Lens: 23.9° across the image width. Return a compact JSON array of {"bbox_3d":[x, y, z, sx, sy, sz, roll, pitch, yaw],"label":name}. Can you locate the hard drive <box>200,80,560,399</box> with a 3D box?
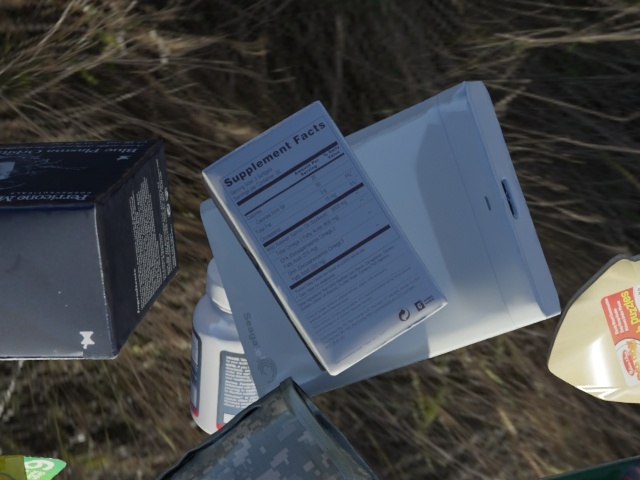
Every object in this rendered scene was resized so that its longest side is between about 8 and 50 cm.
[{"bbox_3d":[0.042,0.012,1.312,0.040,0.307,0.203,-11,81,-53],"label":"hard drive"}]

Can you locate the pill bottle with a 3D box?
[{"bbox_3d":[-0.077,0.104,1.533,0.108,0.108,0.180,-3,124,-12],"label":"pill bottle"}]

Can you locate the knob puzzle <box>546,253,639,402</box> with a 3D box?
[{"bbox_3d":[0.313,0.084,1.485,0.213,0.030,0.213,-4,124,-5],"label":"knob puzzle"}]

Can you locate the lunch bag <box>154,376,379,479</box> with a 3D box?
[{"bbox_3d":[-0.033,0.292,1.307,0.235,0.169,0.287,-39,98,4],"label":"lunch bag"}]

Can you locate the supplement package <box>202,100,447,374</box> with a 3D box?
[{"bbox_3d":[0.000,0.000,1.146,0.105,0.105,0.179,-32,89,-4],"label":"supplement package"}]

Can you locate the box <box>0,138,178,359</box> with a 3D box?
[{"bbox_3d":[-0.179,0.002,0.886,0.156,0.158,0.093,-1,107,8],"label":"box"}]

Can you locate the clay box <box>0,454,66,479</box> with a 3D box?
[{"bbox_3d":[-0.277,0.178,0.938,0.222,0.127,0.053,3,63,-31],"label":"clay box"}]

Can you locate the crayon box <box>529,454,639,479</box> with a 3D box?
[{"bbox_3d":[0.130,0.297,0.887,0.202,0.081,0.318,-12,110,-10],"label":"crayon box"}]
